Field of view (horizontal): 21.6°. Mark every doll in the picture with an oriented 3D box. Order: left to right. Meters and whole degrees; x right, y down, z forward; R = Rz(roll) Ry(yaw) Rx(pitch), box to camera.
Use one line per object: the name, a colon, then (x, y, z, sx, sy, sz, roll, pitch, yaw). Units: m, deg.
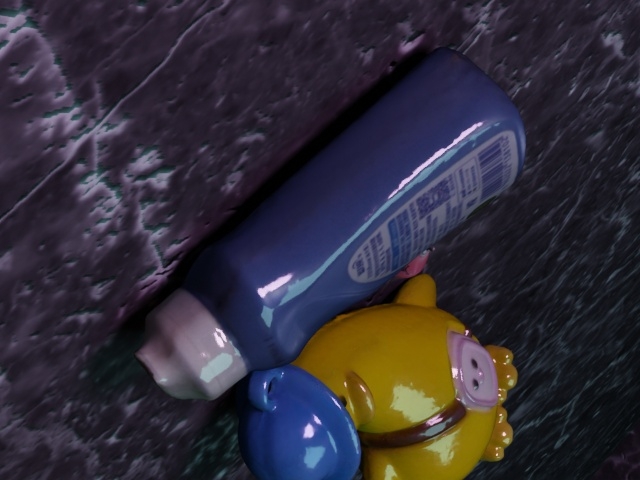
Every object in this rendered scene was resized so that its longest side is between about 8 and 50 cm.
doll: (0.050, 0.123, 1.370, 0.363, 0.145, 0.200, 10, 82, -56)

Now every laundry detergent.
laundry detergent: (0.000, 0.000, 1.085, 0.290, 0.094, 0.143, -37, 164, -14)

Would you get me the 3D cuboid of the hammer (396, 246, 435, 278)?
hammer: (0.067, -0.004, 1.263, 0.043, 0.043, 0.083, -35, 156, -27)
